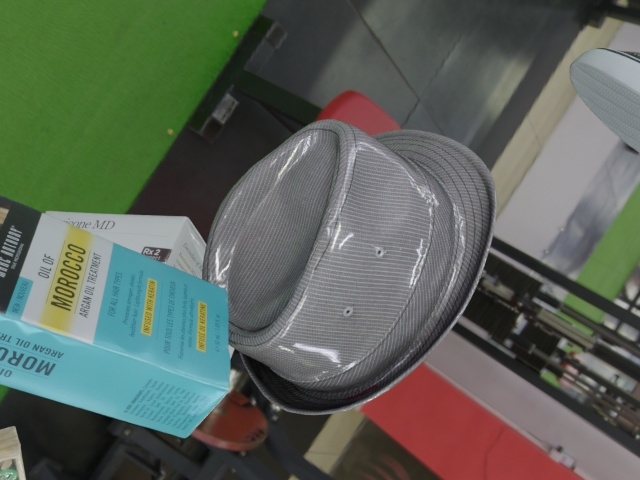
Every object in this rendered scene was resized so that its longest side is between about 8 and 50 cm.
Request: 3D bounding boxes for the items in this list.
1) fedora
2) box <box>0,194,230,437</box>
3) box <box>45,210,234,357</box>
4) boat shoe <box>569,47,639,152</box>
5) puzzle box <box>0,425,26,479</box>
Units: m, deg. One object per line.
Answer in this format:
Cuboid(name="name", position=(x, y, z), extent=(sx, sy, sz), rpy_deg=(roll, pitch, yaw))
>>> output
Cuboid(name="fedora", position=(0.000, 0.000, 0.535), extent=(0.124, 0.243, 0.275), rpy_deg=(33, 91, -45))
Cuboid(name="box", position=(-0.177, 0.038, 0.413), extent=(0.244, 0.100, 0.060), rpy_deg=(26, 120, -27))
Cuboid(name="box", position=(-0.200, 0.071, 0.686), extent=(0.182, 0.181, 0.119), rpy_deg=(67, 32, -48))
Cuboid(name="boat shoe", position=(0.434, -0.139, 0.704), extent=(0.119, 0.335, 0.121), rpy_deg=(-46, 145, -2))
Cuboid(name="puzzle box", position=(-0.639, 0.427, 0.933), extent=(0.409, 0.052, 0.272), rpy_deg=(-13, 137, -29))
